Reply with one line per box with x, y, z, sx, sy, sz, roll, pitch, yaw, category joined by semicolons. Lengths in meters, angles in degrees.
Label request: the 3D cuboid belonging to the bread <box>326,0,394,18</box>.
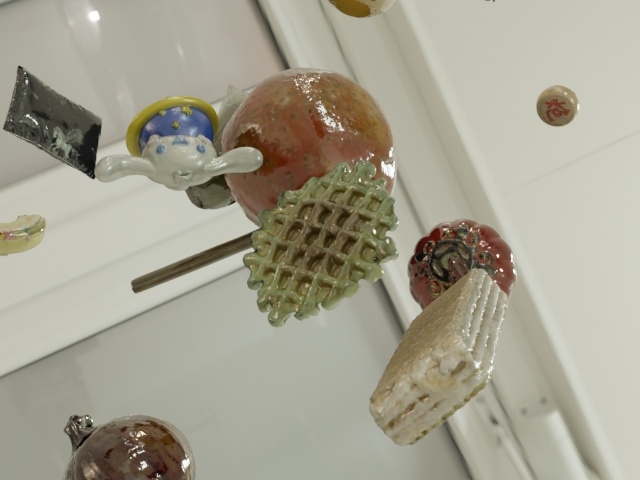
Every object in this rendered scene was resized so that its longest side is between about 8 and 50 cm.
0.066;-0.445;1.661;0.217;0.147;0.098;86;19;-76;bread

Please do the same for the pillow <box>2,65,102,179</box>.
-0.481;-0.211;1.784;0.208;0.055;0.141;32;52;-47;pillow

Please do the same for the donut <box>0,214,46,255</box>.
-0.652;-0.009;2.007;0.108;0.166;0.065;-100;-168;-65;donut

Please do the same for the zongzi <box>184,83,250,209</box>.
-0.244;-0.247;2.392;0.360;0.323;0.160;38;-19;46;zongzi

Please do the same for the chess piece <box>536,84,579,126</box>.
0.467;-0.265;1.926;0.084;0.038;0.083;14;-49;17;chess piece

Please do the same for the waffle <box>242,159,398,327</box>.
0.000;0.000;1.724;0.056;0.309;0.292;43;22;-43;waffle

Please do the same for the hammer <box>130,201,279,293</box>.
-0.200;0.022;1.885;0.043;0.365;0.111;60;12;-48;hammer

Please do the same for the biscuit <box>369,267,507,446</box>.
0.162;0.131;1.232;0.078;0.144;0.426;48;17;1;biscuit

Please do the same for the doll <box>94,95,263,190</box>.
-0.307;-0.165;1.896;0.242;0.311;0.159;58;-34;28;doll

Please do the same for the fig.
-0.306;0.373;1.508;0.214;0.235;0.235;40;-4;-26;fig

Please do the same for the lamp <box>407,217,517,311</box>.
0.286;0.064;1.992;0.227;0.227;0.227;56;-18;30;lamp

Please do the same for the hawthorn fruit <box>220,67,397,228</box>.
-0.008;-0.159;2.092;0.403;0.403;0.403;56;-18;30;hawthorn fruit
